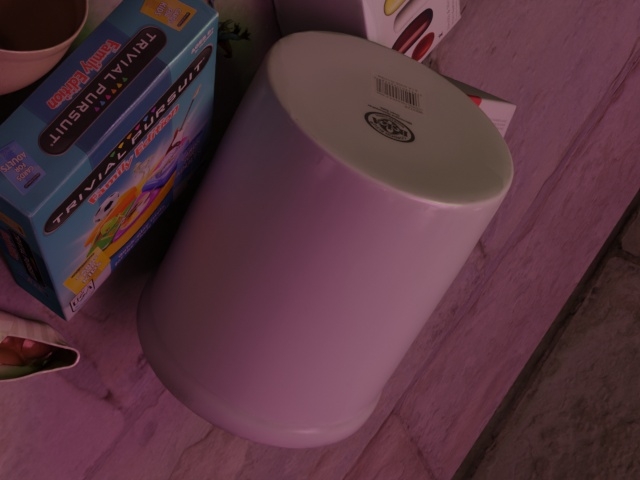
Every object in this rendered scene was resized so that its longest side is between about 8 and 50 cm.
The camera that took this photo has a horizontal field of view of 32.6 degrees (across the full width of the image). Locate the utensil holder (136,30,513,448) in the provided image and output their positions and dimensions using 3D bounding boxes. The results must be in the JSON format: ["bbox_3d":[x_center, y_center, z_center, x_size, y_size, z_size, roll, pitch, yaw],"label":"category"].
[{"bbox_3d":[0.000,0.000,1.281,0.327,0.327,0.385,-24,152,-49],"label":"utensil holder"}]

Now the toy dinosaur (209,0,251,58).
[{"bbox_3d":[-0.122,-0.242,1.272,0.082,0.047,0.090,-6,133,-36],"label":"toy dinosaur"}]

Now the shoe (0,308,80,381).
[{"bbox_3d":[-0.347,0.114,1.189,0.219,0.058,0.077,14,102,-62],"label":"shoe"}]

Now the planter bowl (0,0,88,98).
[{"bbox_3d":[-0.293,-0.186,0.933,0.162,0.162,0.109,-30,166,-45],"label":"planter bowl"}]

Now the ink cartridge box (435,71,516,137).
[{"bbox_3d":[0.114,-0.067,1.692,0.279,0.160,0.385,-4,118,-58],"label":"ink cartridge box"}]

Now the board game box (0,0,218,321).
[{"bbox_3d":[-0.212,-0.077,1.092,0.254,0.079,0.336,-52,174,-19],"label":"board game box"}]

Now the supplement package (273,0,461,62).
[{"bbox_3d":[0.063,-0.318,1.394,0.203,0.149,0.194,-49,150,-25],"label":"supplement package"}]
